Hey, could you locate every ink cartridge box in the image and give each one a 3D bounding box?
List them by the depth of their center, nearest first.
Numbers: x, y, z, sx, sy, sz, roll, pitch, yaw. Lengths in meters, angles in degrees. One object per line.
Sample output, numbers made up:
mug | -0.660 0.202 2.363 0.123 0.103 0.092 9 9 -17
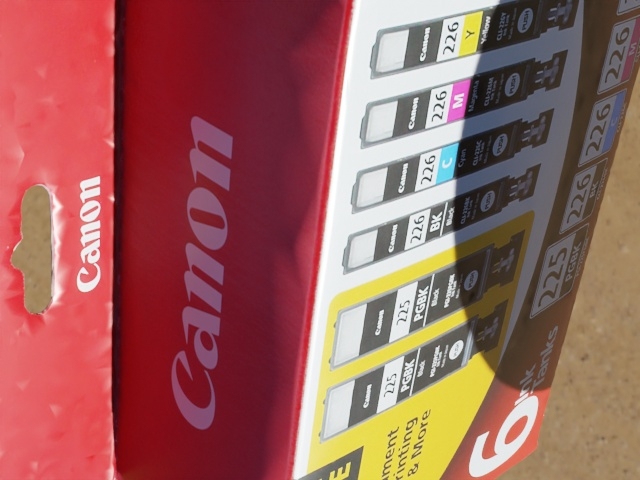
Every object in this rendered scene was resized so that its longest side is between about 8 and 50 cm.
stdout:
ink cartridge box | 0.000 0.000 0.453 0.130 0.271 0.310 32 129 36
